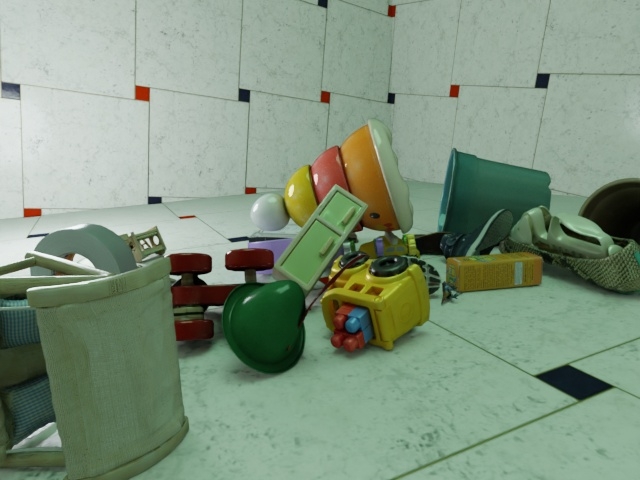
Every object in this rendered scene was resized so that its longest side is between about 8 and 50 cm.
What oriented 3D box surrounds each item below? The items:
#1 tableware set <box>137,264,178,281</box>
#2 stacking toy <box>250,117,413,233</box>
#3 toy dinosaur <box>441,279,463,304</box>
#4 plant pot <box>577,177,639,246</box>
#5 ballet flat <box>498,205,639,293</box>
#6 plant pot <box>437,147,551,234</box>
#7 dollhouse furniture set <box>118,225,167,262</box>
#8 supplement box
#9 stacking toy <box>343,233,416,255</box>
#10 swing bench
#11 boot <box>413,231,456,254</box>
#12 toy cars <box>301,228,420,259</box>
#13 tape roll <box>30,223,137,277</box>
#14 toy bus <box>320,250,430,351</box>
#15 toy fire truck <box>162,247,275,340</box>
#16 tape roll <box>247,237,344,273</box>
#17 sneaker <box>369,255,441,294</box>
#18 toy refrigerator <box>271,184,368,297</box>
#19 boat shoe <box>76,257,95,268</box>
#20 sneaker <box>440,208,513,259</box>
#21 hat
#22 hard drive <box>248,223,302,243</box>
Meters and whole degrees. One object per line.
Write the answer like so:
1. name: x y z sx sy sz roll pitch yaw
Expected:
1. tableware set: -0.492 0.086 1.295 0.168 0.020 0.141 6 -15 39
2. stacking toy: 0.017 -0.131 1.387 0.479 0.351 0.350 -17 10 11
3. toy dinosaur: 0.308 0.122 1.126 0.090 0.047 0.082 -17 -1 -17
4. plant pot: 0.903 -0.025 1.299 0.229 0.263 0.263 10 3 -38
5. ballet flat: 0.663 -0.005 1.267 0.164 0.182 0.483 -36 22 -8
6. plant pot: 0.617 -0.142 1.654 0.333 0.341 0.341 10 15 10
7. dollhouse furniture set: -0.653 0.040 1.558 0.160 0.101 0.182 -23 2 31
8. supplement box: 0.452 0.080 1.198 0.233 0.080 0.078 -6 11 -9
9. stacking toy: 0.148 0.019 1.150 0.166 0.052 0.221 -7 1 7
10. swing bench: -0.322 0.156 0.585 0.254 0.254 0.165 2 14 19
11. boot: 0.380 -0.001 1.545 0.219 0.082 0.106 -3 16 3
12. toy cars: 0.122 -0.008 1.456 0.393 0.087 0.176 15 30 21
13. tape roll: -0.532 0.074 1.038 0.219 0.219 0.072 0 12 8
14. toy bus: 0.076 0.134 0.926 0.220 0.150 0.211 8 32 44
15. toy fire truck: -0.215 0.123 0.990 0.302 0.170 0.254 -3 -11 -8
16. tape roll: -0.066 0.035 1.305 0.274 0.090 0.275 -5 0 0
17. sneaker: 0.171 0.081 1.183 0.278 0.108 0.118 3 9 19
18. toy refrigerator: 0.000 0.000 1.122 0.102 0.270 0.094 34 -22 6
19. boat shoe: -0.624 0.099 1.287 0.227 0.069 0.081 6 50 37
20. sneaker: 0.470 -0.017 1.409 0.226 0.086 0.163 -46 24 -12
21. hat: -0.046 0.099 0.787 0.173 0.183 0.209 34 39 -17
22. hard drive: -0.065 -0.011 1.689 0.338 0.064 0.237 3 14 15
